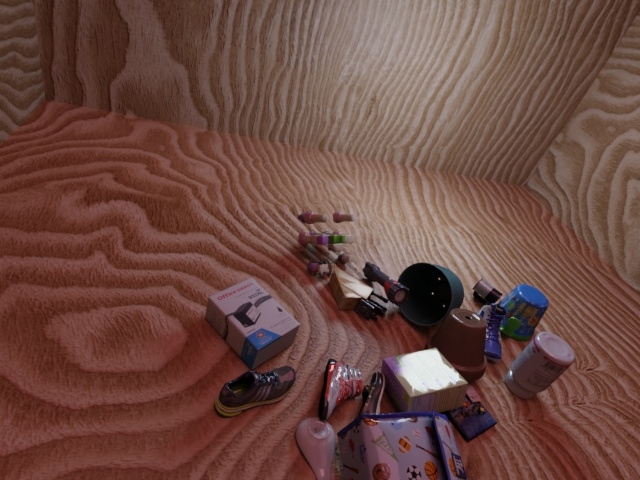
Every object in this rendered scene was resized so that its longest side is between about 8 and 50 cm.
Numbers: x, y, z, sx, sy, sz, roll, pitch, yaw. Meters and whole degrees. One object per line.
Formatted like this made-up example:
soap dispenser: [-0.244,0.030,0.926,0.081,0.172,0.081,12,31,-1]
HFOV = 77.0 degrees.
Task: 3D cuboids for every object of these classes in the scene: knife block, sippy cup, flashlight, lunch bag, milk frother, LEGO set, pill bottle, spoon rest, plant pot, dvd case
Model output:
knife block: [0.191,0.254,1.919,0.242,0.088,0.276,4,38,-23]
sippy cup: [1.029,0.353,2.057,0.240,0.224,0.305,15,36,-5]
flashlight: [0.311,0.210,1.964,0.103,0.103,0.304,26,6,-28]
lunch bag: [0.284,0.705,1.216,0.385,0.239,0.328,11,47,-22]
milk frother: [0.867,0.297,2.141,0.135,0.129,0.143,42,35,24]
LEGO set: [0.554,0.591,1.620,0.182,0.060,0.244,0,36,-23]
pill bottle: [0.918,0.536,1.705,0.160,0.283,0.160,13,36,-9]
spoon rest: [0.003,0.682,1.279,0.137,0.084,0.276,6,24,-20]
plant pot: [0.599,0.422,1.710,0.263,0.229,0.263,10,21,-4]
plant pot: [0.551,0.252,1.935,0.235,0.293,0.293,4,35,-45]
dvd case: [0.556,0.653,1.607,0.180,0.022,0.253,-9,44,-33]

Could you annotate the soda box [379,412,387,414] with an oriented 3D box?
soda box: [0.281,0.670,1.428,0.168,0.053,0.060,16,36,-4]

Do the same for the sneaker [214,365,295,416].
sneaker: [-0.208,0.497,1.375,0.300,0.121,0.111,-12,46,-37]

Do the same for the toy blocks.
toy blocks: [0.000,0.000,2.110,0.260,0.309,0.288,5,6,43]

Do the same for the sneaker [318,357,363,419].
sneaker: [0.081,0.544,1.453,0.145,0.090,0.270,18,24,0]

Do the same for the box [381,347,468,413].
box: [0.386,0.538,1.525,0.243,0.117,0.213,-6,24,-18]

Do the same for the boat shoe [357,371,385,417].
boat shoe: [0.187,0.576,1.487,0.068,0.081,0.228,24,38,0]

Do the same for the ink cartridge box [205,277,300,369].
ink cartridge box: [-0.271,0.315,1.585,0.307,0.129,0.223,39,40,26]

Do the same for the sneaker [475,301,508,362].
sneaker: [0.809,0.404,1.923,0.127,0.182,0.315,18,35,1]
